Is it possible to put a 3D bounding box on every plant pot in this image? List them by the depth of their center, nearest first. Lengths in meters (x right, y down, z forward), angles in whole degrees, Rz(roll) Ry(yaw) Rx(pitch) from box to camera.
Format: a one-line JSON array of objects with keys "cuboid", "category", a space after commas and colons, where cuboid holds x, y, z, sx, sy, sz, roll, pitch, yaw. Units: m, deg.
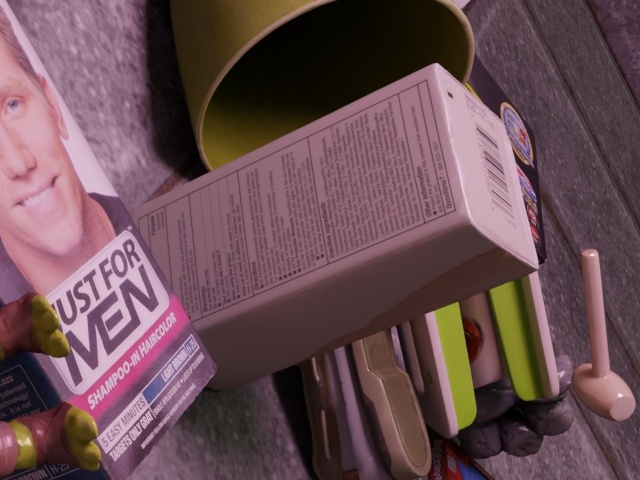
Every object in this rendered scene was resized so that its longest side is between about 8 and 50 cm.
[{"cuboid": [-0.036, -0.240, 1.253, 0.274, 0.274, 0.294, 28, 31, -52], "category": "plant pot"}]

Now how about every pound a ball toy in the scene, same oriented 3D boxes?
[{"cuboid": [0.171, 0.047, 1.274, 0.136, 0.208, 0.319, -149, -138, -68], "category": "pound a ball toy"}]

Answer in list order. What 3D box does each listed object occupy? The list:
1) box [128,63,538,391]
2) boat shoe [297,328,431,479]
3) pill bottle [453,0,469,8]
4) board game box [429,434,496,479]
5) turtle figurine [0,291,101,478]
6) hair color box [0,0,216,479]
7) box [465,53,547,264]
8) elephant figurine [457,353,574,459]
[{"cuboid": [0.000, 0.000, 1.032, 0.121, 0.311, 0.148, 29, 45, -51], "category": "box"}, {"cuboid": [0.010, 0.089, 1.214, 0.113, 0.103, 0.302, 23, 49, -61], "category": "boat shoe"}, {"cuboid": [0.091, -0.429, 1.711, 0.283, 0.161, 0.161, 52, 30, -28], "category": "pill bottle"}, {"cuboid": [0.206, 0.349, 1.466, 0.281, 0.027, 0.145, 44, 35, -38], "category": "board game box"}, {"cuboid": [-0.236, 0.124, 0.704, 0.217, 0.087, 0.270, -18, 82, -31], "category": "turtle figurine"}, {"cuboid": [-0.220, -0.004, 0.857, 0.347, 0.105, 0.174, 61, 27, -12], "category": "hair color box"}, {"cuboid": [0.162, -0.119, 1.447, 0.270, 0.060, 0.216, 46, 34, -36], "category": "box"}, {"cuboid": [0.189, 0.121, 1.472, 0.239, 0.169, 0.186, -98, 176, -49], "category": "elephant figurine"}]
